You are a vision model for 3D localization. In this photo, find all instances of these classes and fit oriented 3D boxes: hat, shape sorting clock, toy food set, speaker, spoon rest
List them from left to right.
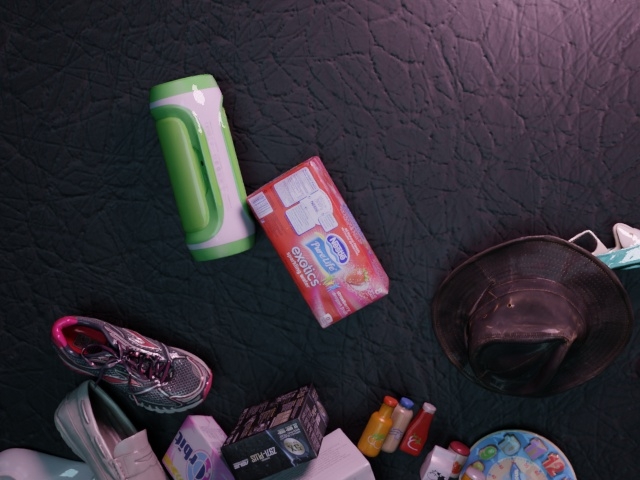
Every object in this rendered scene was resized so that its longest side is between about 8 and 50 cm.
[{"bbox_3d":[-0.516,0.461,1.522,0.276,0.084,0.137,-5,99,21],"label":"spoon rest"},{"bbox_3d":[-0.197,-0.121,1.347,0.131,0.131,0.296,-12,99,8],"label":"speaker"},{"bbox_3d":[0.190,0.349,1.396,0.232,0.111,0.104,24,101,-2],"label":"toy food set"},{"bbox_3d":[0.347,0.436,1.413,0.206,0.040,0.206,0,89,16],"label":"shape sorting clock"},{"bbox_3d":[0.332,0.158,1.294,0.331,0.134,0.331,8,118,15],"label":"hat"}]

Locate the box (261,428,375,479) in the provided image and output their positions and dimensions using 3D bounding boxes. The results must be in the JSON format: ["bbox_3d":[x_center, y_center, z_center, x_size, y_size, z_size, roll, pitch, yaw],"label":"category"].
[{"bbox_3d":[0.008,0.458,1.377,0.182,0.119,0.181,-28,119,-16],"label":"box"}]

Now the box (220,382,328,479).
[{"bbox_3d":[-0.074,0.333,1.387,0.147,0.180,0.077,-24,95,9],"label":"box"}]

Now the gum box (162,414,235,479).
[{"bbox_3d":[-0.200,0.408,1.429,0.188,0.062,0.107,41,105,39],"label":"gum box"}]

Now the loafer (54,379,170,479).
[{"bbox_3d":[-0.351,0.390,1.439,0.319,0.112,0.111,45,113,9],"label":"loafer"}]

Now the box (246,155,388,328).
[{"bbox_3d":[0.000,0.000,1.348,0.128,0.122,0.257,-30,96,11],"label":"box"}]

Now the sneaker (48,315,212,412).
[{"bbox_3d":[-0.338,0.219,1.410,0.299,0.112,0.121,17,69,2],"label":"sneaker"}]

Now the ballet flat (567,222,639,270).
[{"bbox_3d":[0.476,0.019,1.322,0.247,0.083,0.087,-16,90,8],"label":"ballet flat"}]
